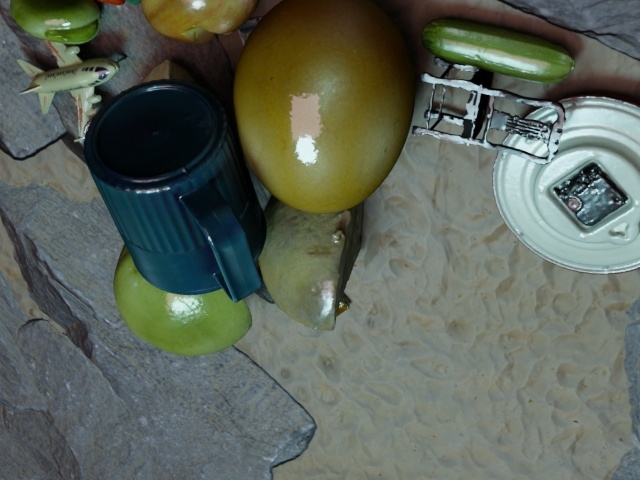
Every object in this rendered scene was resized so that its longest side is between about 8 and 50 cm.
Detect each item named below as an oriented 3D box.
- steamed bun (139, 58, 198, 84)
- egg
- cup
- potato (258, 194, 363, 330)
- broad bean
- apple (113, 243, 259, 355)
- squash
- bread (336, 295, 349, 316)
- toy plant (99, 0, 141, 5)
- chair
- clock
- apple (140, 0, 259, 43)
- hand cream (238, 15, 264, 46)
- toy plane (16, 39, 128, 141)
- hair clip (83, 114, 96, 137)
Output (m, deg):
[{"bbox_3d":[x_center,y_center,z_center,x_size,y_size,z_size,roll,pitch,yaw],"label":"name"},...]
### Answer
[{"bbox_3d":[-0.258,-0.186,1.640,0.213,0.110,0.231,26,113,-11],"label":"steamed bun"},{"bbox_3d":[0.006,-0.213,1.406,0.283,0.282,0.351,8,111,21],"label":"egg"},{"bbox_3d":[-0.228,-0.062,1.448,0.242,0.307,0.292,-7,145,3],"label":"cup"},{"bbox_3d":[-0.037,-0.003,1.585,0.190,0.264,0.211,9,129,9],"label":"potato"},{"bbox_3d":[-0.472,-0.404,1.617,0.175,0.124,0.082,20,141,18],"label":"broad bean"},{"bbox_3d":[-0.243,0.070,1.695,0.292,0.291,0.254,17,153,15],"label":"apple"},{"bbox_3d":[0.268,-0.290,1.375,0.239,0.069,0.069,18,126,15],"label":"squash"},{"bbox_3d":[0.019,0.133,1.779,0.047,0.036,0.083,40,127,-13],"label":"bread"},{"bbox_3d":[-0.418,-0.552,1.468,0.280,0.185,0.400,-19,119,24],"label":"toy plant"},{"bbox_3d":[0.265,-0.200,1.396,0.229,0.113,0.106,16,120,16],"label":"chair"},{"bbox_3d":[0.428,-0.081,1.422,0.319,0.080,0.318,12,123,19],"label":"clock"},{"bbox_3d":[-0.200,-0.405,1.461,0.199,0.199,0.199,12,124,18],"label":"apple"},{"bbox_3d":[-0.076,-0.271,1.568,0.086,0.055,0.235,-6,109,26],"label":"hand cream"},{"bbox_3d":[-0.463,-0.306,1.688,0.256,0.104,0.241,-7,114,29],"label":"toy plane"},{"bbox_3d":[-0.361,-0.188,1.715,0.138,0.102,0.123,6,125,21],"label":"hair clip"}]
